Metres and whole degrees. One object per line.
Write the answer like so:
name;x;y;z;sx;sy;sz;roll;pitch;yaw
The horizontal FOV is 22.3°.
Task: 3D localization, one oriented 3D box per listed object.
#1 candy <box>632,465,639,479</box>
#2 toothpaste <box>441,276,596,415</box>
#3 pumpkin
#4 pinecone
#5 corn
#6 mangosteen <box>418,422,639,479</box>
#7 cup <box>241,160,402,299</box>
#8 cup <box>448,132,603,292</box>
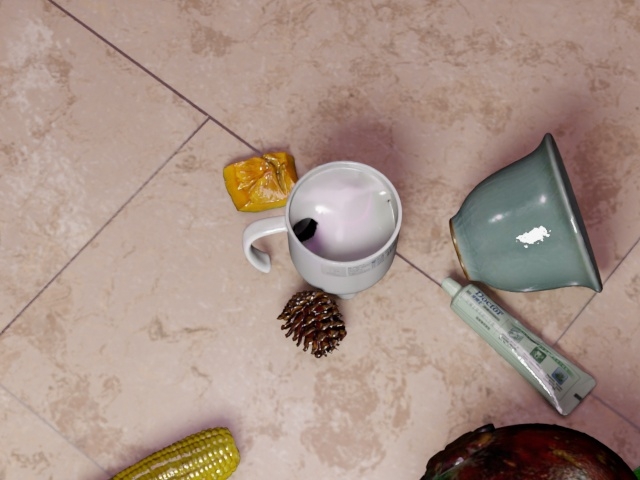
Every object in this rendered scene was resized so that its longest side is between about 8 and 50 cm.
candy;0.376;0.313;1.823;0.203;0.078;0.141;-36;59;-1
toothpaste;0.228;0.118;1.934;0.218;0.041;0.064;41;66;13
pumpkin;-0.066;-0.073;2.022;0.101;0.035;0.073;-14;68;-9
pinecone;-0.008;0.098;1.922;0.077;0.077;0.083;-27;79;-12
corn;-0.194;0.288;1.831;0.231;0.080;0.080;-27;68;-15
mangosteen;0.218;0.341;1.695;0.311;0.311;0.311;0;65;0
cup;0.010;0.007;1.925;0.173;0.142;0.134;-35;70;-16
cup;0.235;-0.011;1.931;0.150;0.199;0.199;-19;65;11
